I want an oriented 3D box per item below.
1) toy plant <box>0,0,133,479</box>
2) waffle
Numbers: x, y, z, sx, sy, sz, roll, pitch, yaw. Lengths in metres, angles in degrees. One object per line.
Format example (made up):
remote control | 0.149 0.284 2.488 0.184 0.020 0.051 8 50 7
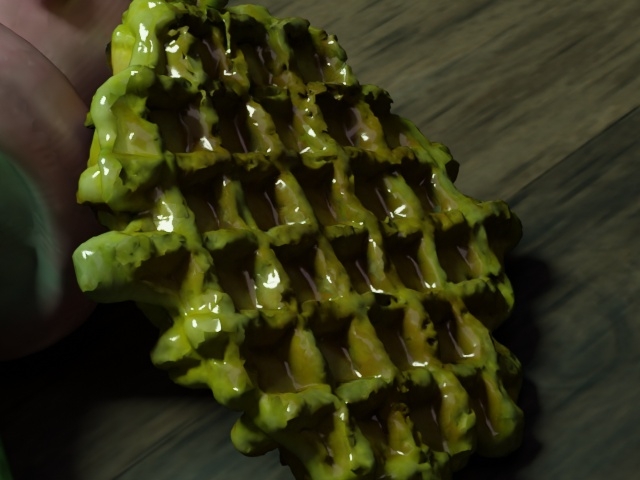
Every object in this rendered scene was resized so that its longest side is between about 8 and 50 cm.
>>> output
toy plant | -0.218 -0.024 0.734 0.317 0.210 0.356 30 50 -5
waffle | 0.000 0.000 0.729 0.243 0.059 0.238 38 35 -16
